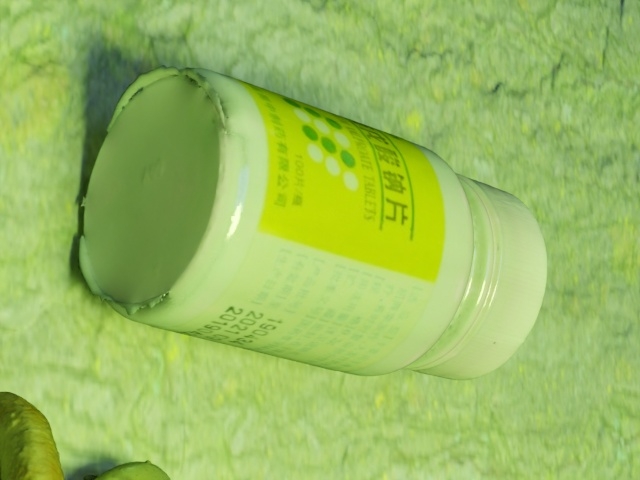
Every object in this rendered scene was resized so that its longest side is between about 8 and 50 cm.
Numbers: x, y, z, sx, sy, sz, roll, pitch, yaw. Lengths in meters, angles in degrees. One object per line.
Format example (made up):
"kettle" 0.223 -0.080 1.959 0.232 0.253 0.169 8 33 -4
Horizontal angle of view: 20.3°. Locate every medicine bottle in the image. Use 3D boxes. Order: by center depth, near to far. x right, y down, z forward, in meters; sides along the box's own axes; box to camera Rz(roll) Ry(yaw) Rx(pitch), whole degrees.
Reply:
"medicine bottle" 0.000 0.000 1.524 0.379 0.213 0.213 17 66 -40

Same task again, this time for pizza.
"pizza" -0.245 0.217 1.268 0.058 0.197 0.292 22 25 -29

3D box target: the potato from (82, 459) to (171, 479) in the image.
"potato" -0.177 0.243 1.366 0.188 0.085 0.105 -27 103 -43
